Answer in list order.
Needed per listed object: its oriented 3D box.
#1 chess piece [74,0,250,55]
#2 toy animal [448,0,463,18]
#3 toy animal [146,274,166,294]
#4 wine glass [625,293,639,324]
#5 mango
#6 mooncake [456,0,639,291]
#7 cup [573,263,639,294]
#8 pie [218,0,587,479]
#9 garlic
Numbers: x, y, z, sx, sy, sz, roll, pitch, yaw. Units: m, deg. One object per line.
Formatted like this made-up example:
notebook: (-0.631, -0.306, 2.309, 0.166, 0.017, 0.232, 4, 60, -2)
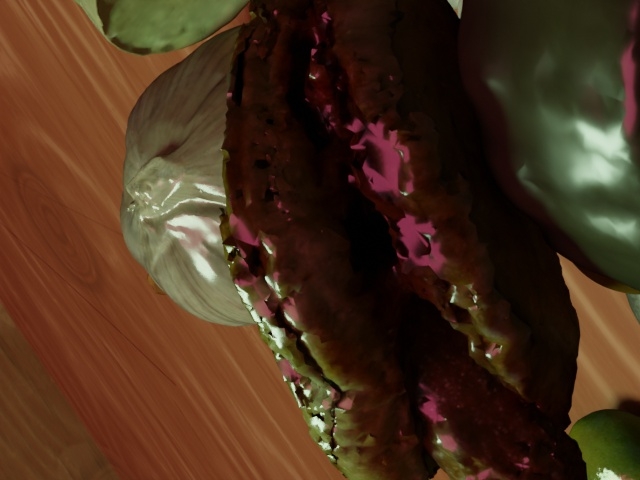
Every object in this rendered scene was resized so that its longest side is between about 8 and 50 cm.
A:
chess piece: (-0.249, -0.408, 1.735, 0.442, 0.234, 0.234, 49, 156, 25)
toy animal: (0.121, -0.212, 1.454, 0.124, 0.085, 0.071, 52, 174, 20)
toy animal: (-0.138, -0.010, 2.086, 0.195, 0.169, 0.281, 19, 172, -33)
wine glass: (0.308, 0.057, 1.408, 0.222, 0.103, 0.103, 59, 156, -11)
mango: (0.304, 0.244, 1.644, 0.191, 0.085, 0.122, 51, 124, 34)
mooncake: (0.249, -0.130, 0.980, 0.194, 0.356, 0.356, 29, 145, 54)
cup: (0.246, -0.047, 1.243, 0.185, 0.241, 0.226, -18, 113, 51)
pie: (0.047, -0.045, 1.156, 0.418, 0.180, 0.395, -89, -24, -56)
garlic: (-0.078, -0.050, 1.764, 0.317, 0.259, 0.317, -3, 86, 45)
